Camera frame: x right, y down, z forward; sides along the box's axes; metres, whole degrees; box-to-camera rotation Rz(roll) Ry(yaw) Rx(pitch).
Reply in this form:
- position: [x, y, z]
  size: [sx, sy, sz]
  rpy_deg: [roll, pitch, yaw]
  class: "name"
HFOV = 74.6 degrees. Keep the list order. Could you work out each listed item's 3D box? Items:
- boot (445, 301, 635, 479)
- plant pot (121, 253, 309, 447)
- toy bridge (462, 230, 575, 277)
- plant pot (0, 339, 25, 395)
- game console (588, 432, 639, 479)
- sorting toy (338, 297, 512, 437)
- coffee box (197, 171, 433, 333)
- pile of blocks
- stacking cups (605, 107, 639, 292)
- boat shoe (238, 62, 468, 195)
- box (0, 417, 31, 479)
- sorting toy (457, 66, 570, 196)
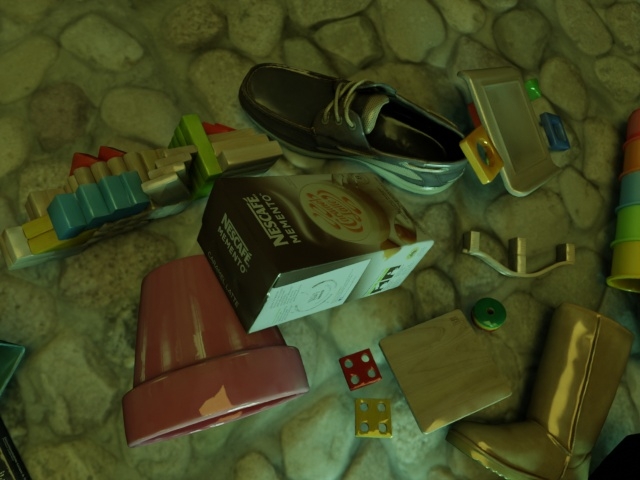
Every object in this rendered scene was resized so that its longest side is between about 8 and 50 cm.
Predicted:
- position: [0.324, 0.215, 0.615]
  size: [0.236, 0.089, 0.269]
  rpy_deg: [29, 77, -15]
  class: "boot"
- position: [-0.134, 0.123, 0.504]
  size: [0.202, 0.201, 0.180]
  rpy_deg: [-15, 68, -12]
  class: "plant pot"
- position: [0.314, 0.027, 0.672]
  size: [0.189, 0.026, 0.063]
  rpy_deg: [6, 81, -8]
  class: "toy bridge"
- position: [-0.503, 0.146, 0.436]
  size: [0.235, 0.165, 0.165]
  rpy_deg: [16, 70, 7]
  class: "plant pot"
- position: [0.355, 0.396, 0.544]
  size: [0.044, 0.213, 0.361]
  rpy_deg: [41, 95, 23]
  class: "game console"
- position: [0.159, 0.185, 0.587]
  size: [0.275, 0.046, 0.132]
  rpy_deg: [-19, 58, -12]
  class: "sorting toy"
- position: [0.000, 0.000, 0.510]
  size: [0.247, 0.098, 0.141]
  rpy_deg: [-11, 53, -41]
  class: "coffee box"
- position: [-0.237, -0.088, 0.533]
  size: [0.363, 0.149, 0.112]
  rpy_deg: [-24, 86, -12]
  class: "pile of blocks"
- position: [0.549, -0.072, 0.700]
  size: [0.096, 0.096, 0.315]
  rpy_deg: [19, 75, -6]
  class: "stacking cups"
- position: [0.058, -0.181, 0.609]
  size: [0.356, 0.130, 0.132]
  rpy_deg: [18, 78, -6]
  class: "boat shoe"
- position: [-0.416, 0.300, 0.497]
  size: [0.116, 0.029, 0.162]
  rpy_deg: [-27, 87, -13]
  class: "box"
- position: [0.281, -0.168, 0.638]
  size: [0.348, 0.047, 0.195]
  rpy_deg: [-24, 90, -41]
  class: "sorting toy"
